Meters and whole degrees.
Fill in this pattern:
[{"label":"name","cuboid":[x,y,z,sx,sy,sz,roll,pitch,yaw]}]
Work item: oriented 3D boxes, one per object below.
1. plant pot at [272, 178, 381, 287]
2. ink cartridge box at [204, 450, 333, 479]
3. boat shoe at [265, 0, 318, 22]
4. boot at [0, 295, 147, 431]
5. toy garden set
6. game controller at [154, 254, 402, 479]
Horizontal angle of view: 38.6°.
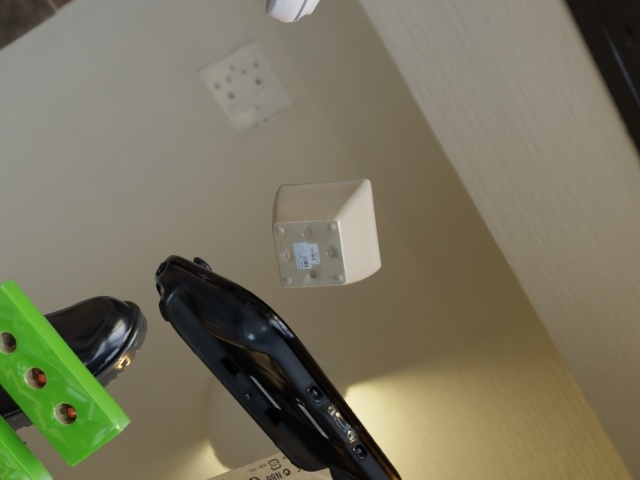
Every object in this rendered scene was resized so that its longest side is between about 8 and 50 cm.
[{"label":"plant pot","cuboid":[0.000,0.000,1.001,0.109,0.109,0.096,-4,-163,15]},{"label":"ink cartridge box","cuboid":[-0.101,0.363,1.157,0.234,0.088,0.193,-14,146,-33]},{"label":"boat shoe","cuboid":[0.046,-0.277,0.716,0.258,0.084,0.095,-58,-161,16]},{"label":"boot","cuboid":[-0.416,0.117,1.167,0.348,0.260,0.131,-31,-139,-13]},{"label":"toy garden set","cuboid":[-0.203,0.167,0.577,0.244,0.204,0.049,-37,-175,19]},{"label":"game controller","cuboid":[-0.032,0.135,0.853,0.166,0.319,0.067,11,-124,41]}]
